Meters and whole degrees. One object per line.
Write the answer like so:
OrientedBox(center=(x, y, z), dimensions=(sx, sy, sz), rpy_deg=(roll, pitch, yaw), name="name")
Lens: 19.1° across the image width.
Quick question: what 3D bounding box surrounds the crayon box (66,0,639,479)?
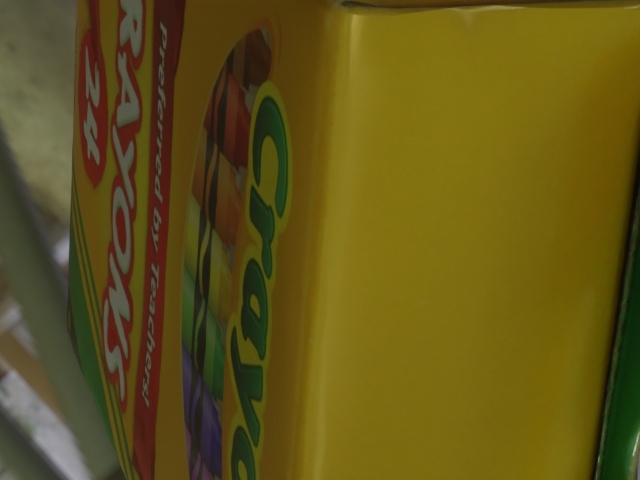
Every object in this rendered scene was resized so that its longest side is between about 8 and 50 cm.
OrientedBox(center=(0.000, 0.000, 0.496), dimensions=(0.081, 0.202, 0.318), rpy_deg=(-3, -157, -18), name="crayon box")
